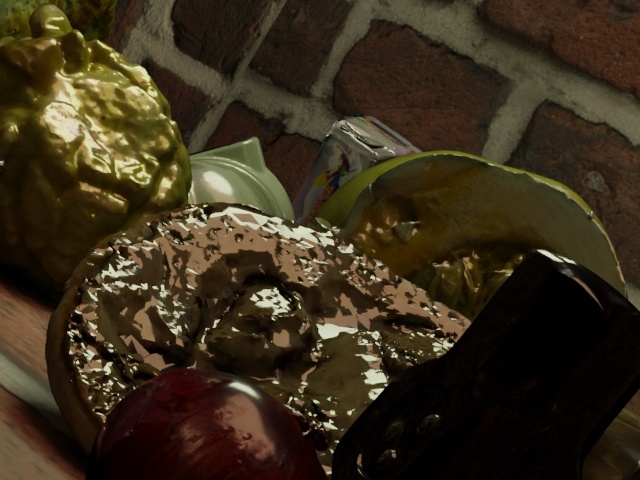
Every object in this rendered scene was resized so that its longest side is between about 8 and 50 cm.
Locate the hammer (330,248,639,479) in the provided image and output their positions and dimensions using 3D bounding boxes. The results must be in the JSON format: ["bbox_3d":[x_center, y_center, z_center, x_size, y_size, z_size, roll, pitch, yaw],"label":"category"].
[{"bbox_3d":[0.168,0.218,1.009,0.409,0.242,0.095,46,-8,-24],"label":"hammer"}]

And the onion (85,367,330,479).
[{"bbox_3d":[-0.050,0.123,0.877,0.131,0.131,0.131,31,2,-1],"label":"onion"}]

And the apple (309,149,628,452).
[{"bbox_3d":[0.134,0.070,1.767,0.339,0.305,0.338,9,24,-4],"label":"apple"}]

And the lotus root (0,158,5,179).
[{"bbox_3d":[-0.414,-0.131,1.509,0.343,0.151,0.169,35,13,-13],"label":"lotus root"}]

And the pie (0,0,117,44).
[{"bbox_3d":[-0.303,-0.162,1.872,0.078,0.296,0.371,25,2,15],"label":"pie"}]

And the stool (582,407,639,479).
[{"bbox_3d":[0.265,0.244,1.929,0.179,0.179,0.264,30,3,-38],"label":"stool"}]

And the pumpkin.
[{"bbox_3d":[0.093,0.102,1.450,0.263,0.293,0.197,39,-22,21],"label":"pumpkin"}]

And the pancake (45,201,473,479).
[{"bbox_3d":[-0.001,0.109,1.198,0.387,0.082,0.387,19,27,-10],"label":"pancake"}]

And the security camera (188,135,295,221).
[{"bbox_3d":[-0.120,0.006,1.879,0.197,0.191,0.277,-13,4,-1],"label":"security camera"}]

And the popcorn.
[{"bbox_3d":[-0.237,-0.069,1.680,0.259,0.212,0.259,22,45,-24],"label":"popcorn"}]

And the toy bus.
[{"bbox_3d":[0.000,0.000,2.311,0.112,0.317,0.138,34,17,20],"label":"toy bus"}]
